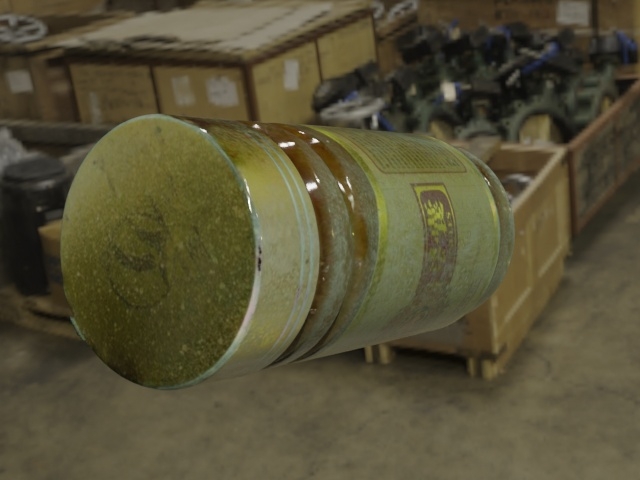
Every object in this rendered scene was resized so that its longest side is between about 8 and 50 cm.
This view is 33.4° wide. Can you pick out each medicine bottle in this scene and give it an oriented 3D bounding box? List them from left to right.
[{"bbox_3d":[0.000,0.000,0.705,0.151,0.151,0.322,7,7,34],"label":"medicine bottle"}]
